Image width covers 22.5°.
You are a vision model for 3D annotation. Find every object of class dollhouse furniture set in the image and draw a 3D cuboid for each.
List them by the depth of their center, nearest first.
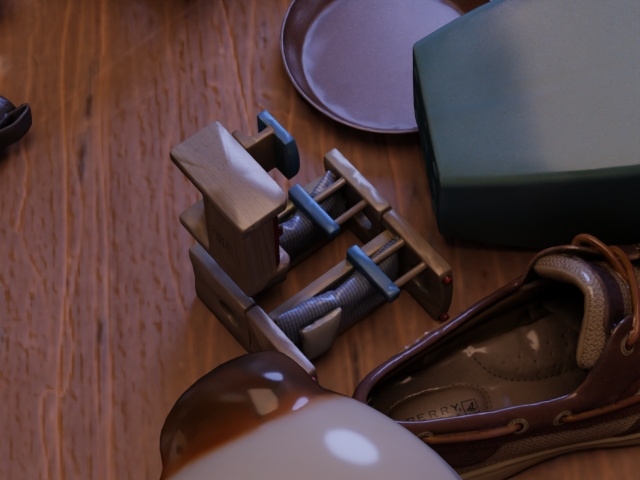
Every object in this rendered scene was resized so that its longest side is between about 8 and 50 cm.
[{"bbox_3d":[0.000,0.000,1.037,0.129,0.184,0.129,-36,65,-18],"label":"dollhouse furniture set"}]

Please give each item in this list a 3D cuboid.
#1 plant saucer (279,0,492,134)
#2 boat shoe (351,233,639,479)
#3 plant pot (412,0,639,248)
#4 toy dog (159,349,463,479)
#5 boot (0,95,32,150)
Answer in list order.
[{"bbox_3d":[0.054,-0.144,1.208,0.168,0.029,0.168,-1,60,2],"label":"plant saucer"},{"bbox_3d":[0.172,0.063,1.031,0.342,0.123,0.123,-19,61,-9],"label":"boat shoe"},{"bbox_3d":[0.185,-0.085,1.087,0.234,0.165,0.166,-11,71,0],"label":"plant pot"},{"bbox_3d":[-0.087,0.246,0.791,0.408,0.395,0.284,-45,59,-12],"label":"toy dog"},{"bbox_3d":[-0.358,-0.038,1.136,0.263,0.091,0.229,12,56,4],"label":"boot"}]
